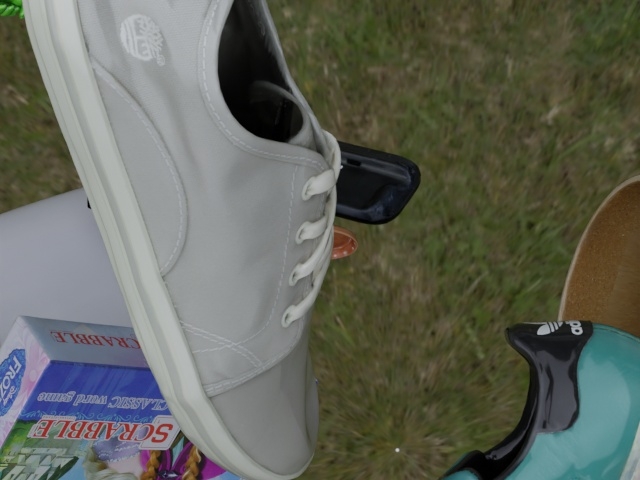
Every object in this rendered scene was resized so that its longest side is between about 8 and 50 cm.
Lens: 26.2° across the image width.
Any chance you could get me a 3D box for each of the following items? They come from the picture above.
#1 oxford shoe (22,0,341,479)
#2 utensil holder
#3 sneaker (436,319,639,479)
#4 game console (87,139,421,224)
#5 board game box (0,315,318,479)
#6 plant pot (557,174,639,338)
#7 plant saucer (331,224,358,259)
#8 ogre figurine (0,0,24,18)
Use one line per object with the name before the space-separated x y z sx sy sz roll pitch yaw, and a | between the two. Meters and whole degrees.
oxford shoe | -0.046 -0.010 0.822 0.130 0.449 0.169 -7 41 10
utensil holder | -0.341 0.120 1.663 0.328 0.385 0.327 17 117 36
sneaker | 0.111 0.189 0.795 0.121 0.108 0.302 20 90 -1
game console | -0.072 -0.080 1.532 0.361 0.044 0.213 15 54 23
board game box | -0.201 0.223 1.262 0.066 0.319 0.318 48 115 38
plant pot | 0.369 0.083 1.191 0.254 0.237 0.237 11 82 -14
plant saucer | 0.000 0.000 1.525 0.083 0.083 0.013 1 66 3
ogre figurine | -0.244 -0.296 1.437 0.197 0.118 0.097 0 52 -28
